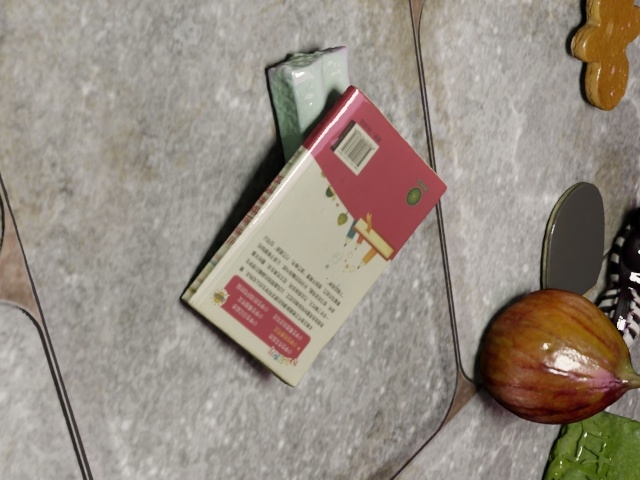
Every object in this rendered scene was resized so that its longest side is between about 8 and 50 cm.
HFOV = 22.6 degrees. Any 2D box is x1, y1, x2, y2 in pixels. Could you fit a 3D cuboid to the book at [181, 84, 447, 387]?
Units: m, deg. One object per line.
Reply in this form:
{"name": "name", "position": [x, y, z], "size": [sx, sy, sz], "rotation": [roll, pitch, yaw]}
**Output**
{"name": "book", "position": [0.000, 0.000, 1.386], "size": [0.232, 0.022, 0.162], "rotation": [-52, 133, -5]}

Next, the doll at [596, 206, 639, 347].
{"name": "doll", "position": [0.374, 0.056, 1.940], "size": [0.091, 0.067, 0.219], "rotation": [28, 78, -84]}

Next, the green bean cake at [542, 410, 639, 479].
{"name": "green bean cake", "position": [0.374, 0.320, 1.923], "size": [0.113, 0.214, 0.200], "rotation": [28, 81, -59]}

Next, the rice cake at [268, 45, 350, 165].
{"name": "rice cake", "position": [0.004, -0.066, 1.407], "size": [0.080, 0.042, 0.221], "rotation": [-34, 129, -36]}

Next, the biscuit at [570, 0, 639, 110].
{"name": "biscuit", "position": [0.316, -0.241, 1.772], "size": [0.138, 0.031, 0.205], "rotation": [-33, 128, -42]}

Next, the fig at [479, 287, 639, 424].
{"name": "fig", "position": [0.275, 0.137, 1.761], "size": [0.149, 0.202, 0.148], "rotation": [-75, -170, -79]}

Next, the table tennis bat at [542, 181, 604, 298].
{"name": "table tennis bat", "position": [0.300, 0.051, 1.878], "size": [0.138, 0.022, 0.246], "rotation": [-32, 127, -44]}
